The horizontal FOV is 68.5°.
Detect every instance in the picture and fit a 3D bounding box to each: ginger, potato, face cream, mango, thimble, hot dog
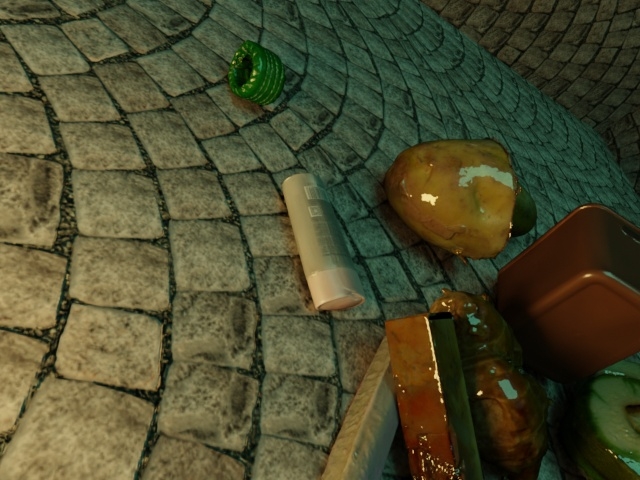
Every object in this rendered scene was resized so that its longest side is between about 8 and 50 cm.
[{"bbox_3d":[0.327,0.274,0.898,0.274,0.152,0.358,31,39,-48],"label":"ginger"},{"bbox_3d":[0.277,-0.107,1.107,0.237,0.301,0.289,5,19,-14],"label":"potato"},{"bbox_3d":[0.000,0.000,0.882,0.107,0.073,0.269,1,58,-35],"label":"face cream"},{"bbox_3d":[0.535,-0.093,1.367,0.329,0.175,0.177,18,87,-51],"label":"mango"},{"bbox_3d":[-0.139,-0.363,1.023,0.090,0.118,0.130,9,71,-41],"label":"thimble"},{"bbox_3d":[0.387,0.177,1.108,0.049,0.037,0.122,44,44,-22],"label":"hot dog"}]

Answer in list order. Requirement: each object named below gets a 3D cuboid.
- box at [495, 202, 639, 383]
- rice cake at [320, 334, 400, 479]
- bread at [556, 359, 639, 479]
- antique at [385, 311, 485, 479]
[{"bbox_3d":[0.580,0.133,1.065,0.239,0.339,0.229,33,45,-1],"label":"box"},{"bbox_3d":[0.089,0.276,0.745,0.070,0.064,0.399,50,39,-10],"label":"rice cake"},{"bbox_3d":[0.697,0.408,1.017,0.366,0.129,0.382,1,29,-15],"label":"bread"},{"bbox_3d":[0.184,0.273,0.743,0.093,0.087,0.310,7,71,-50],"label":"antique"}]
